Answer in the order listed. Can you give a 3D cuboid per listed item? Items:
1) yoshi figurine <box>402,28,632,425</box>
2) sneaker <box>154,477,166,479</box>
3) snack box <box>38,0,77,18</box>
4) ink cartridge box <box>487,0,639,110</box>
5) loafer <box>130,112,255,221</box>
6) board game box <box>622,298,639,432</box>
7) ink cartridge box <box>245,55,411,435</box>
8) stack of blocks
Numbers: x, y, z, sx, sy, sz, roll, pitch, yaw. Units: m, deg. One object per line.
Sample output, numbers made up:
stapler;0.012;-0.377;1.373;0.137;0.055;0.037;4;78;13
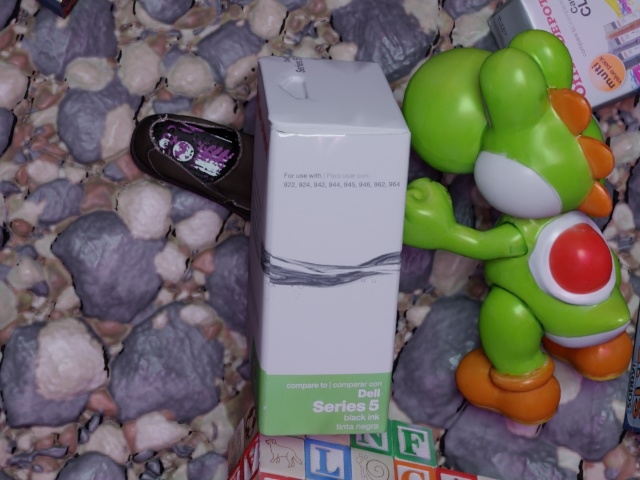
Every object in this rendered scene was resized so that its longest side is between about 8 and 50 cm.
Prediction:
yoshi figurine;0.165;-0.029;1.231;0.202;0.204;0.362;-3;125;13
sneaker;-0.071;0.323;1.265;0.258;0.094;0.091;41;82;-2
snack box;-0.255;-0.344;1.301;0.174;0.070;0.207;32;82;-3
ink cartridge box;0.270;-0.196;1.319;0.176;0.127;0.128;-23;89;-6
loafer;-0.072;-0.062;1.297;0.220;0.078;0.080;15;85;-5
board game box;0.334;0.084;1.304;0.035;0.136;0.201;9;85;-6
ink cartridge box;0.000;0.000;1.191;0.114;0.198;0.273;1;114;-7
stack of blocks;0.069;0.254;1.242;0.297;0.087;0.171;15;44;-17
